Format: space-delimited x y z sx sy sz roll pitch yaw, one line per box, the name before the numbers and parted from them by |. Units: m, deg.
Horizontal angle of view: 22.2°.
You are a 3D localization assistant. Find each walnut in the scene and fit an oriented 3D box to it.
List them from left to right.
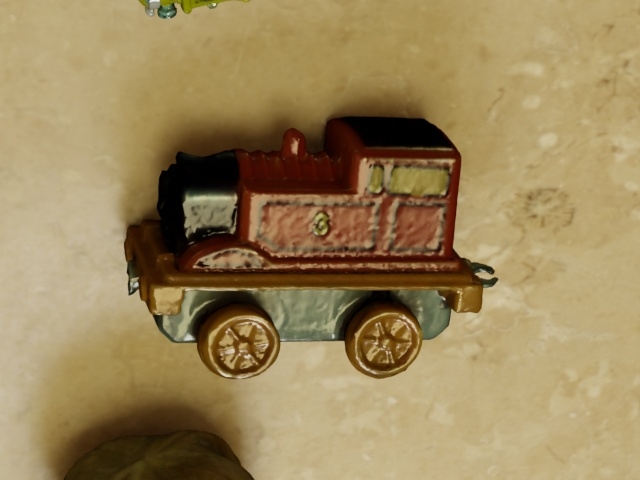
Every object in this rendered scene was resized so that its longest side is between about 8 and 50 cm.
walnut | -0.158 0.328 1.685 0.283 0.227 0.283 -29 130 -42

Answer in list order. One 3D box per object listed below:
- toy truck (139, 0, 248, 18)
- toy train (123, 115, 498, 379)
toy truck | -0.113 -0.229 1.423 0.111 0.076 0.077 -12 145 -7
toy train | 0.000 0.000 1.551 0.369 0.163 0.232 0 110 -15
